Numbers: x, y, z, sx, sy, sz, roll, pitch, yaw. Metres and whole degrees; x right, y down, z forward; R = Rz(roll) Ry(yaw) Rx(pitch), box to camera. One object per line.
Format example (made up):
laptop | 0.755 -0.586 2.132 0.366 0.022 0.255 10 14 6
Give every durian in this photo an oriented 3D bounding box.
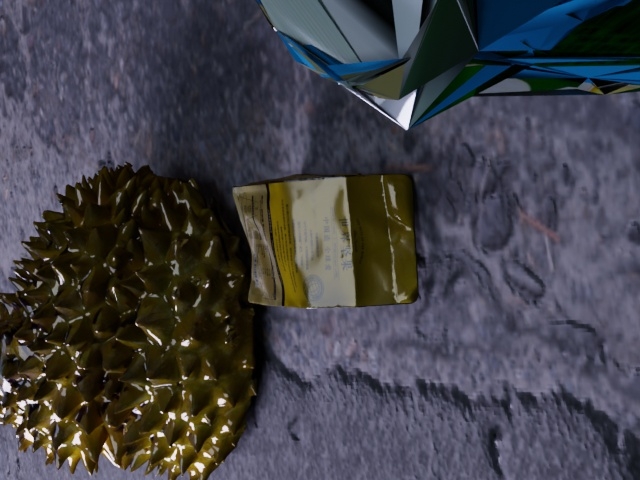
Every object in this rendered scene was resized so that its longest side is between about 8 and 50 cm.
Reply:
durian | -0.132 0.063 1.211 0.249 0.138 0.183 -61 37 41

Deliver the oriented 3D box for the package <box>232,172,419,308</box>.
package | 0.000 0.000 1.024 0.131 0.047 0.071 5 99 63

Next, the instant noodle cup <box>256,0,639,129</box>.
instant noodle cup | 0.075 -0.152 0.697 0.240 0.178 0.240 30 124 56
